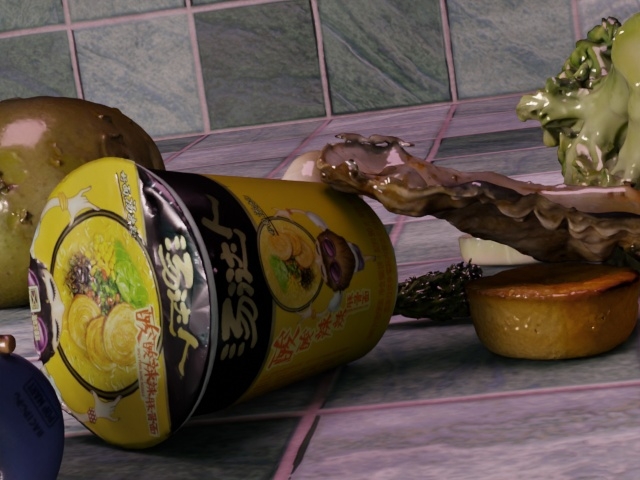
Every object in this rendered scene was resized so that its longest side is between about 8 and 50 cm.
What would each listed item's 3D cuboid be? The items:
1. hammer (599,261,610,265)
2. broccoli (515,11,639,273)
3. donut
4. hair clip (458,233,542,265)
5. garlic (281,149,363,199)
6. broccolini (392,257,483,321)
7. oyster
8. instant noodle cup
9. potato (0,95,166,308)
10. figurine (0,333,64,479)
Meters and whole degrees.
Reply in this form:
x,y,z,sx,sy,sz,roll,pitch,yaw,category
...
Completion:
x,y,z,sx,sy,sz,roll,pitch,yaw,category
0.285,0.006,1.530,0.060,0.028,0.195,-11,9,29,hammer
0.306,-0.090,1.373,0.288,0.248,0.245,2,-28,31,broccoli
0.184,0.054,1.247,0.152,0.058,0.152,-6,9,1,donut
0.242,-0.023,1.563,0.218,0.071,0.159,-19,1,4,hair clip
-0.012,-0.005,1.499,0.099,0.124,0.174,-6,54,27,garlic
0.028,0.063,1.391,0.239,0.051,0.054,-13,15,13,broccolini
0.161,-0.023,1.251,0.345,0.078,0.128,11,6,-11,oyster
-0.071,0.038,1.204,0.215,0.215,0.236,2,5,44,instant noodle cup
-0.294,-0.054,1.758,0.270,0.219,0.359,-10,6,30,potato
-0.270,0.123,0.980,0.158,0.161,0.275,-38,19,-27,figurine
